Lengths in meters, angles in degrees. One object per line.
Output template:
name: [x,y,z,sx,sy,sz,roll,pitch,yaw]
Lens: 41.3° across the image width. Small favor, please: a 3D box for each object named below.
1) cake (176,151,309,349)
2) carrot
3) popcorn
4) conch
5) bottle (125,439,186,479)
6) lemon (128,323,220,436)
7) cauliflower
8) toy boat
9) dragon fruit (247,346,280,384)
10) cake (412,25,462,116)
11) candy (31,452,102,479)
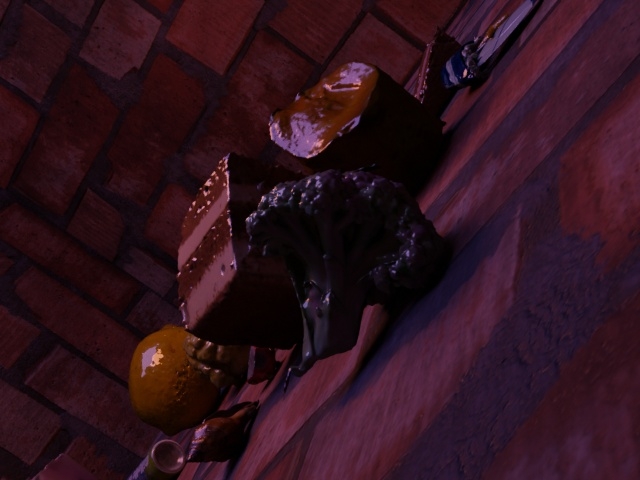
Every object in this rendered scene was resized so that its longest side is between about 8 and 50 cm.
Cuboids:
cake: [-0.111,0.027,1.607,0.282,0.256,0.290,-49,43,43]
carrot: [0.097,-0.174,1.577,0.241,0.341,0.241,-30,43,33]
popcorn: [-0.230,0.250,2.117,0.256,0.195,0.255,-53,15,33]
conch: [-0.171,0.345,1.507,0.233,0.086,0.080,-6,-90,-79]
bottle: [-0.449,0.625,2.190,0.330,0.093,0.093,-51,6,41]
lemon: [-0.395,0.369,2.296,0.258,0.258,0.310,131,140,-54]
cauliflower: [0.026,0.043,1.066,0.256,0.239,0.315,76,-155,-78]
toy boat: [0.360,-0.403,1.653,0.291,0.067,0.220,-39,13,31]
dragon fruit: [-0.112,0.247,1.693,0.056,0.060,0.083,151,128,-64]
cake: [0.260,-0.330,1.947,0.116,0.113,0.295,139,152,-78]
candy: [-0.346,0.459,1.301,0.115,0.265,0.155,-52,5,7]
